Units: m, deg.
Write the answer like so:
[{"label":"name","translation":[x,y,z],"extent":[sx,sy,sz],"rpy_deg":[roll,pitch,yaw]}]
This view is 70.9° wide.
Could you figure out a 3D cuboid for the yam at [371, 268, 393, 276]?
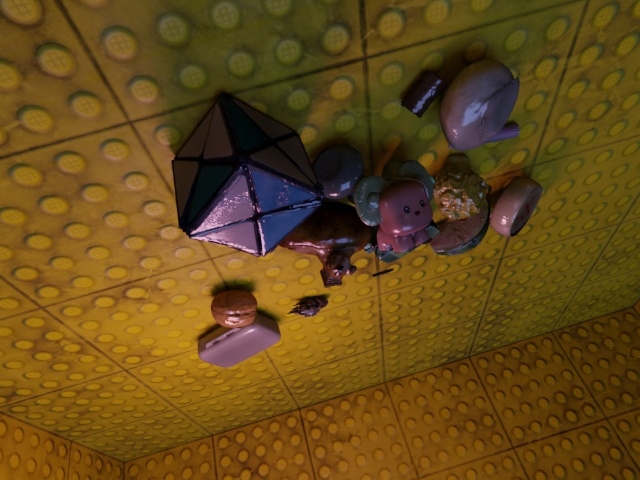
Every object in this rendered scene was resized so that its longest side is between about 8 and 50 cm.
[{"label":"yam","translation":[0.297,0.155,2.138],"extent":[0.107,0.014,0.014],"rpy_deg":[-18,143,0]}]

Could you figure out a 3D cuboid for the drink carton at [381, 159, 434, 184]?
[{"label":"drink carton","translation":[0.284,-0.199,1.558],"extent":[0.146,0.142,0.144],"rpy_deg":[16,115,-23]}]

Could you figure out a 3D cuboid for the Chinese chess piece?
[{"label":"Chinese chess piece","translation":[0.792,-0.136,1.823],"extent":[0.250,0.103,0.249],"rpy_deg":[-33,142,-31]}]

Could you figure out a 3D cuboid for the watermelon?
[{"label":"watermelon","translation":[0.612,-0.047,1.921],"extent":[0.305,0.180,0.224],"rpy_deg":[-34,-176,14]}]

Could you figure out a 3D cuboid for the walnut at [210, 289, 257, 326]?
[{"label":"walnut","translation":[-0.367,0.290,1.920],"extent":[0.197,0.165,0.165],"rpy_deg":[7,137,-33]}]

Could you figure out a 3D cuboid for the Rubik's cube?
[{"label":"Rubik's cube","translation":[-0.212,-0.174,1.271],"extent":[0.307,0.310,0.305],"rpy_deg":[22,129,-43]}]

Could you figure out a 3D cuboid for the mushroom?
[{"label":"mushroom","translation":[0.000,0.000,1.555],"extent":[0.345,0.259,0.345],"rpy_deg":[2,175,0]}]

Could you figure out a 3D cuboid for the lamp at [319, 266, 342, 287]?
[{"label":"lamp","translation":[0.072,0.070,1.878],"extent":[0.089,0.090,0.325],"rpy_deg":[-6,142,-16]}]

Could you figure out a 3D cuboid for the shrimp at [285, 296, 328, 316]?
[{"label":"shrimp","translation":[-0.064,0.322,2.134],"extent":[0.233,0.090,0.079],"rpy_deg":[-13,165,-30]}]

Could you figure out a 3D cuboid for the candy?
[{"label":"candy","translation":[0.455,-0.401,1.339],"extent":[0.295,0.185,0.295],"rpy_deg":[-36,148,-27]}]

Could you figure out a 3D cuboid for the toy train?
[{"label":"toy train","translation":[0.311,-0.044,1.787],"extent":[0.299,0.167,0.238],"rpy_deg":[-33,150,21]}]

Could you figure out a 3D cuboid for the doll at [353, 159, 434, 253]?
[{"label":"doll","translation":[0.243,-0.102,1.437],"extent":[0.284,0.268,0.216],"rpy_deg":[-21,-171,-20]}]

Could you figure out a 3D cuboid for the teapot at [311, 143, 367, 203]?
[{"label":"teapot","translation":[0.089,-0.202,1.488],"extent":[0.183,0.183,0.251],"rpy_deg":[-34,150,19]}]

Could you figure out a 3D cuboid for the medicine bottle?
[{"label":"medicine bottle","translation":[-0.394,0.485,2.180],"extent":[0.375,0.123,0.282],"rpy_deg":[-31,140,15]}]

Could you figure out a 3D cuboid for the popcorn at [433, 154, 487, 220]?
[{"label":"popcorn","translation":[0.515,-0.190,1.657],"extent":[0.181,0.216,0.235],"rpy_deg":[-13,160,41]}]

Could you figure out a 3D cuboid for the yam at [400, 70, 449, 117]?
[{"label":"yam","translation":[0.311,-0.440,1.346],"extent":[0.084,0.084,0.127],"rpy_deg":[15,128,-36]}]

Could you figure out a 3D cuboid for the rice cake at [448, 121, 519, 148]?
[{"label":"rice cake","translation":[0.570,-0.364,1.568],"extent":[0.270,0.049,0.055],"rpy_deg":[-11,129,-7]}]
